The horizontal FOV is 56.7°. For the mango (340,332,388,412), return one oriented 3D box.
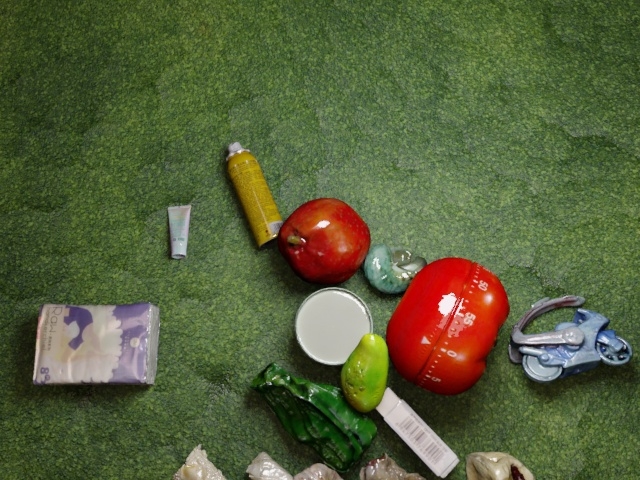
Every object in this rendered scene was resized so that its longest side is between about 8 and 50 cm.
[{"bbox_3d":[0.120,0.356,1.615,0.125,0.111,0.232,-4,109,-22],"label":"mango"}]

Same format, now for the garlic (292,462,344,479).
[{"bbox_3d":[-0.004,0.699,1.651,0.159,0.102,0.147,6,68,-10],"label":"garlic"}]

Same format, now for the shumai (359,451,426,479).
[{"bbox_3d":[0.202,0.708,1.671,0.184,0.218,0.185,-7,35,-12],"label":"shumai"}]

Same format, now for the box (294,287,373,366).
[{"bbox_3d":[0.039,0.258,1.752,0.226,0.149,0.226,0,77,1],"label":"box"}]

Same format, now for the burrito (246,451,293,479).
[{"bbox_3d":[-0.092,0.724,1.696,0.275,0.059,0.082,41,67,9],"label":"burrito"}]

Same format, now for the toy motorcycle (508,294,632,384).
[{"bbox_3d":[0.711,0.275,1.718,0.319,0.182,0.241,-13,77,0],"label":"toy motorcycle"}]

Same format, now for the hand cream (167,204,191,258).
[{"bbox_3d":[-0.448,-0.031,1.883,0.076,0.047,0.174,-6,69,0],"label":"hand cream"}]

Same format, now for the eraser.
[{"bbox_3d":[0.262,0.543,1.696,0.081,0.124,0.279,-43,81,-9],"label":"eraser"}]

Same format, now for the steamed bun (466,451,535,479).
[{"bbox_3d":[0.513,0.666,1.660,0.155,0.172,0.140,-4,87,-18],"label":"steamed bun"}]

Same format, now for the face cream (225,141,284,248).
[{"bbox_3d":[-0.212,-0.151,1.870,0.105,0.105,0.348,-23,79,-4],"label":"face cream"}]

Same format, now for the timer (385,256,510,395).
[{"bbox_3d":[0.344,0.228,1.636,0.279,0.378,0.378,27,79,10],"label":"timer"}]

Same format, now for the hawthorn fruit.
[{"bbox_3d":[0.000,0.000,1.726,0.265,0.307,0.265,-3,84,26],"label":"hawthorn fruit"}]

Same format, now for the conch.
[{"bbox_3d":[0.211,0.082,1.804,0.188,0.122,0.176,34,59,6],"label":"conch"}]

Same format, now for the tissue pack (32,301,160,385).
[{"bbox_3d":[-0.664,0.309,1.764,0.344,0.125,0.242,0,77,1],"label":"tissue pack"}]

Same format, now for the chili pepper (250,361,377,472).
[{"bbox_3d":[-0.014,0.479,1.693,0.385,0.213,0.167,38,38,3],"label":"chili pepper"}]

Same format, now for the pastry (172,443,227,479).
[{"bbox_3d":[-0.305,0.720,1.690,0.258,0.089,0.121,44,94,13],"label":"pastry"}]
